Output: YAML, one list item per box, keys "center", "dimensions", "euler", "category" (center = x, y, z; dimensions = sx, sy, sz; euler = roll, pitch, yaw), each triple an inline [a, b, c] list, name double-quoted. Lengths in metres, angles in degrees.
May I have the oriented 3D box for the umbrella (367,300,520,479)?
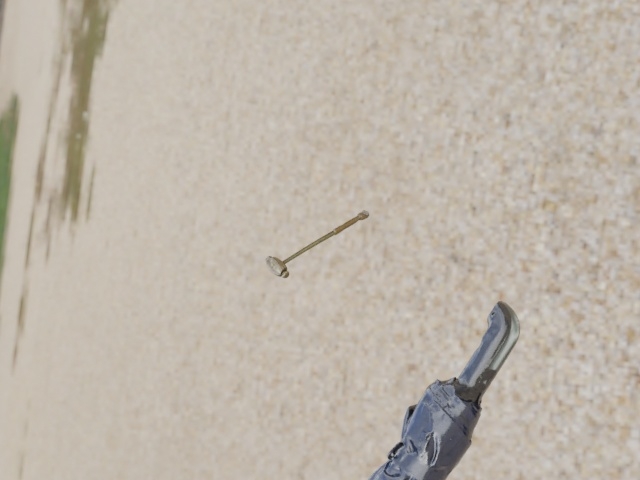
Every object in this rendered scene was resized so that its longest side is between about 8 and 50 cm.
- center: [0.085, 0.158, 0.953]
  dimensions: [0.248, 0.071, 0.071]
  euler: [-57, 19, 3]
  category: "umbrella"

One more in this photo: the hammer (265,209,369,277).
- center: [0.000, 0.000, 1.149]
  dimensions: [0.029, 0.123, 0.014]
  euler: [44, 147, 23]
  category: "hammer"
